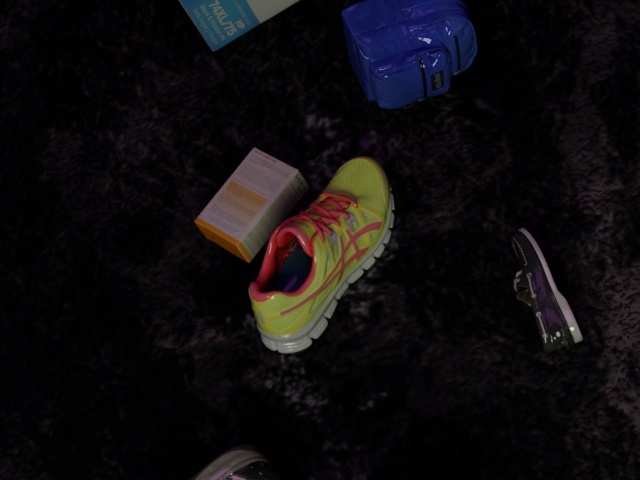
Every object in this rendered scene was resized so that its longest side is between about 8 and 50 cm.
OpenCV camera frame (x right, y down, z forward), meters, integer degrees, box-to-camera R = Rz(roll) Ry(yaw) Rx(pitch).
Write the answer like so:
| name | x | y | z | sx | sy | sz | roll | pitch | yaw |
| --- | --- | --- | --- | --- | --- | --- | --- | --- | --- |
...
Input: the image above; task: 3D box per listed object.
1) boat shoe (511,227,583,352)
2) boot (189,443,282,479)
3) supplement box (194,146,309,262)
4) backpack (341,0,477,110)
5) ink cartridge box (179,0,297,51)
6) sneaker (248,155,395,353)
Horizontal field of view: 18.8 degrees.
| name | x | y | z | sx | sy | sz | roll | pitch | yaw |
| --- | --- | --- | --- | --- | --- | --- | --- | --- | --- |
| boat shoe | 0.192 | 0.045 | 1.718 | 0.038 | 0.046 | 0.125 | -24 | 61 | 1 |
| boot | -0.088 | 0.306 | 1.643 | 0.236 | 0.085 | 0.178 | -44 | 55 | -9 |
| supplement box | -0.066 | -0.035 | 1.882 | 0.062 | 0.036 | 0.098 | 30 | 74 | 35 |
| backpack | 0.093 | -0.188 | 1.879 | 0.120 | 0.098 | 0.101 | -20 | 62 | -6 |
| ink cartridge box | -0.066 | -0.378 | 2.001 | 0.270 | 0.197 | 0.198 | -30 | 52 | 3 |
| sneaker | 0.000 | 0.000 | 1.796 | 0.081 | 0.094 | 0.208 | 14 | 64 | 31 |
